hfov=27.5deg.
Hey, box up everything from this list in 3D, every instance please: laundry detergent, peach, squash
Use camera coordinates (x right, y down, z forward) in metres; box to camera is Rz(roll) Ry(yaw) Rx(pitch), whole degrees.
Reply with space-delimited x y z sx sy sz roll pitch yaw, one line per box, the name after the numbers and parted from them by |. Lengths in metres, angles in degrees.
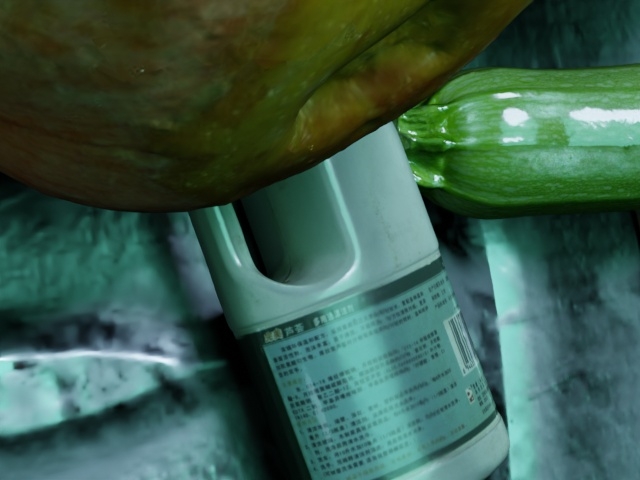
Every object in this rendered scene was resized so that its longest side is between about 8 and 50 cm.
0.000 0.000 0.525 0.099 0.070 0.226 -22 95 -26 | laundry detergent
-0.024 -0.122 0.402 0.235 0.214 0.214 -15 90 -8 | peach
0.129 -0.048 0.591 0.219 0.077 0.068 -4 78 -12 | squash

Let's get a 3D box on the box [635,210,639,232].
0.229 0.026 0.681 0.112 0.048 0.175 -13 89 -33 | box
